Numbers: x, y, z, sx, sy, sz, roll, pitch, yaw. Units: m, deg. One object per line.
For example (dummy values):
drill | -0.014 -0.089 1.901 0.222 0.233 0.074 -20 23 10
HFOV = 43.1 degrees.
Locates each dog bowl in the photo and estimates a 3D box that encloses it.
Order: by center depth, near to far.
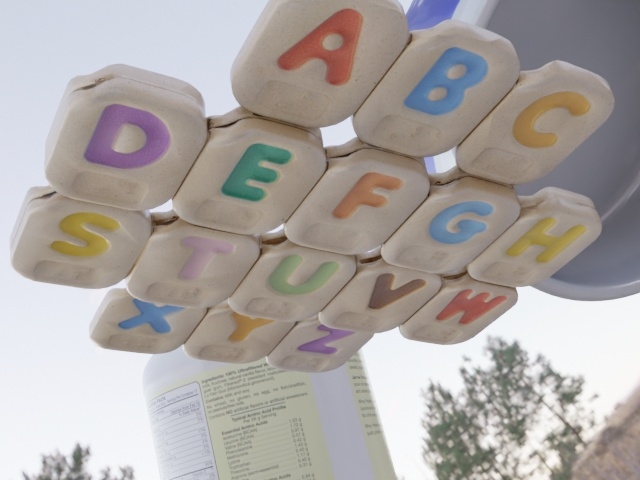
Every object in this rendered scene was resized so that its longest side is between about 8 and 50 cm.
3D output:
dog bowl | 0.183 -0.097 0.567 0.265 0.104 0.265 -6 -74 -21

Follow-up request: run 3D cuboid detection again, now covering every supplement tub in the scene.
supplement tub | -0.051 0.205 0.833 0.235 0.324 0.235 -14 -17 -4

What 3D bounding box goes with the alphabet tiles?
alphabet tiles | 0.000 0.000 0.413 0.284 0.021 0.278 12 -41 -28
